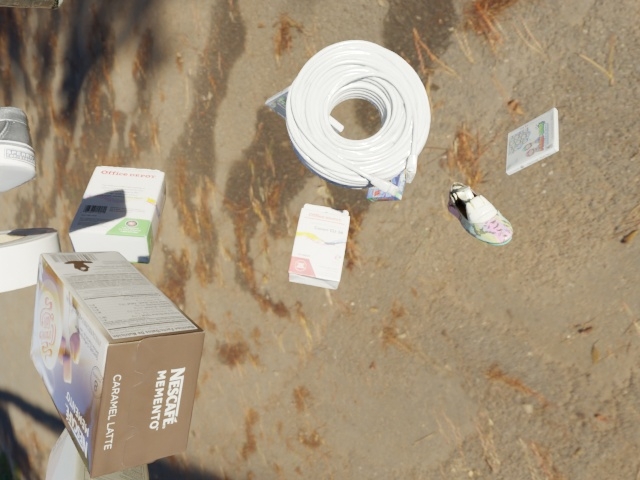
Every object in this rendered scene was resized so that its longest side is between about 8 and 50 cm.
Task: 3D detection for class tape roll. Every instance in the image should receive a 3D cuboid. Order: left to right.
[{"bbox_3d":[-0.761,0.045,1.310,0.286,0.286,0.100,11,110,53],"label":"tape roll"}]

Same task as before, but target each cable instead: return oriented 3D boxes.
[{"bbox_3d":[0.067,-0.221,0.995,0.089,0.257,0.257,92,-163,-81],"label":"cable"}]

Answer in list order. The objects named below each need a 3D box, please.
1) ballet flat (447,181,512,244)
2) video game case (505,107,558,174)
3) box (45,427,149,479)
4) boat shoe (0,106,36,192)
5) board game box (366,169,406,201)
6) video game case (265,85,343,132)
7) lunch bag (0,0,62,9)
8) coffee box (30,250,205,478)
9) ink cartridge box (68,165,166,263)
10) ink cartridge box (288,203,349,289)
[{"bbox_3d":[0.317,-0.065,1.145,0.221,0.076,0.079,-115,1,-63],"label":"ballet flat"},{"bbox_3d":[0.551,-0.258,1.448,0.143,0.019,0.157,-29,34,44],"label":"video game case"},{"bbox_3d":[-0.396,0.431,0.982,0.121,0.148,0.311,-57,22,-3],"label":"box"},{"bbox_3d":[-0.519,-0.102,0.746,0.301,0.108,0.102,-16,75,16],"label":"boat shoe"},{"bbox_3d":[0.250,-0.240,2.005,0.136,0.035,0.201,2,71,46],"label":"board game box"},{"bbox_3d":[-0.049,-0.357,1.583,0.173,0.190,0.022,0,58,62],"label":"video game case"},{"bbox_3d":[-0.395,-0.433,0.636,0.235,0.168,0.287,-78,9,-69],"label":"lunch bag"},{"bbox_3d":[-0.233,0.116,0.607,0.246,0.098,0.141,27,111,47],"label":"coffee box"},{"bbox_3d":[-0.565,-0.077,1.582,0.278,0.201,0.117,-92,8,-45],"label":"ink cartridge box"},{"bbox_3d":[0.000,0.000,1.258,0.067,0.115,0.198,100,180,-67],"label":"ink cartridge box"}]
